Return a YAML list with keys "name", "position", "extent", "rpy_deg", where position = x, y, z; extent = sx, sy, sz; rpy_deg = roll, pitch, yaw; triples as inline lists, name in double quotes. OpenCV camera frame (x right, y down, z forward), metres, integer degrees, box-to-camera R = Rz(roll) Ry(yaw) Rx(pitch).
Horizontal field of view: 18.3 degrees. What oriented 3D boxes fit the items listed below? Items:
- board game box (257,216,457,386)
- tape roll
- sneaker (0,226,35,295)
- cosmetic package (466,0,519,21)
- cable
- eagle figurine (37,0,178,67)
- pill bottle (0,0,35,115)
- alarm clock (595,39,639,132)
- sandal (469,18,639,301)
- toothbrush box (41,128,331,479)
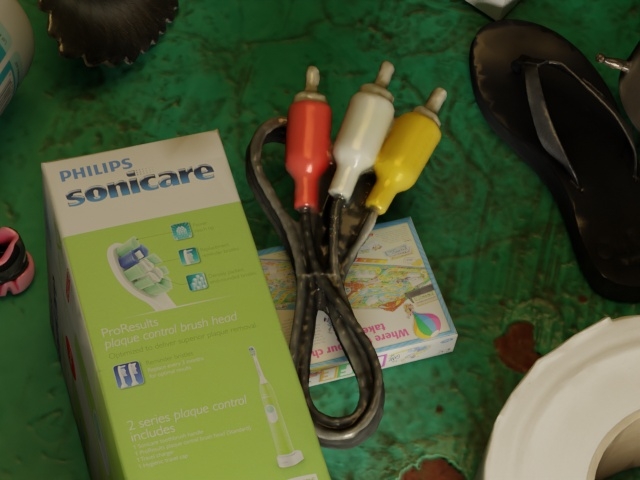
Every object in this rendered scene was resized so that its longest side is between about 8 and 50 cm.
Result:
- name: "board game box"
  position: [0.007, 0.047, 1.407]
  extent: [0.154, 0.026, 0.103]
  rpy_deg: [-12, 60, -14]
- name: "tape roll"
  position: [0.236, 0.191, 1.300]
  extent: [0.286, 0.100, 0.286]
  rpy_deg: [2, 58, -4]
- name: "sneaker"
  position: [-0.257, 0.021, 1.377]
  extent: [0.119, 0.057, 0.047]
  rpy_deg: [-21, 65, -17]
- name: "cosmetic package"
  position: [0.179, -0.287, 1.614]
  extent: [0.099, 0.060, 0.239]
  rpy_deg: [35, 61, 17]
- name: "cable"
  position: [0.000, 0.000, 1.376]
  extent: [0.139, 0.072, 0.287]
  rpy_deg: [9, 57, 6]
- name: "eagle figurine"
  position: [-0.198, -0.297, 1.534]
  extent: [0.226, 0.225, 0.298]
  rpy_deg: [21, 85, 54]
- name: "pill bottle"
  position: [-0.316, -0.074, 1.376]
  extent: [0.146, 0.146, 0.264]
  rpy_deg: [22, 58, 7]
- name: "alarm clock"
  position: [0.310, -0.103, 1.502]
  extent: [0.192, 0.064, 0.129]
  rpy_deg: [45, 50, 10]
- name: "sandal"
  position: [0.197, -0.074, 1.487]
  extent: [0.097, 0.054, 0.254]
  rpy_deg: [-20, 62, -18]
- name: "toothbrush box"
  position: [-0.088, 0.108, 1.253]
  extent: [0.122, 0.206, 0.283]
  rpy_deg: [-11, 61, -12]
